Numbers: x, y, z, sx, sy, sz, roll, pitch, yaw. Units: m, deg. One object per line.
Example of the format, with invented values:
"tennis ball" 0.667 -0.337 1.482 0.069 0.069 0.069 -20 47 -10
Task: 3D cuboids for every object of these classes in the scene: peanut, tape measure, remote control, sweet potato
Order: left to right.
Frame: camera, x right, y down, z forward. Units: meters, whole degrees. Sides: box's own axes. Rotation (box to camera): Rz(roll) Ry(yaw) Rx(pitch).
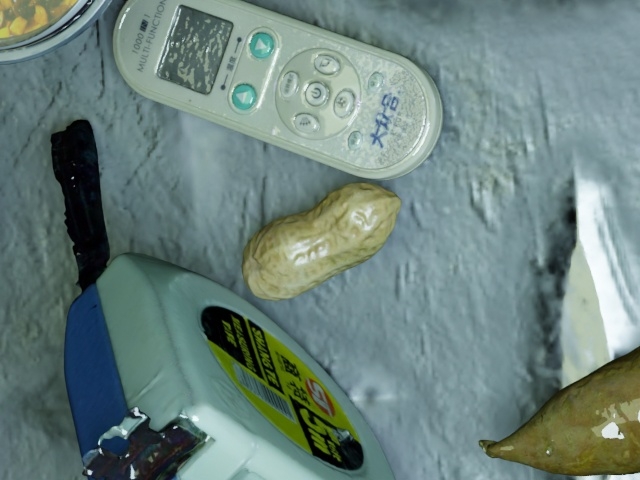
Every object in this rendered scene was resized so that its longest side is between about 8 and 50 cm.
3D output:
"tape measure" -0.074 0.073 1.136 0.098 0.215 0.351 -44 31 14
"remote control" -0.027 -0.099 1.166 0.221 0.042 0.078 21 97 21
"peanut" 0.000 0.000 1.148 0.113 0.054 0.054 -30 79 21
"sweet potato" 0.221 0.077 1.057 0.269 0.075 0.075 -29 79 8

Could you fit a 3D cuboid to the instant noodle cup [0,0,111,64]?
"instant noodle cup" -0.187 -0.200 1.173 0.208 0.125 0.178 -5 97 10
